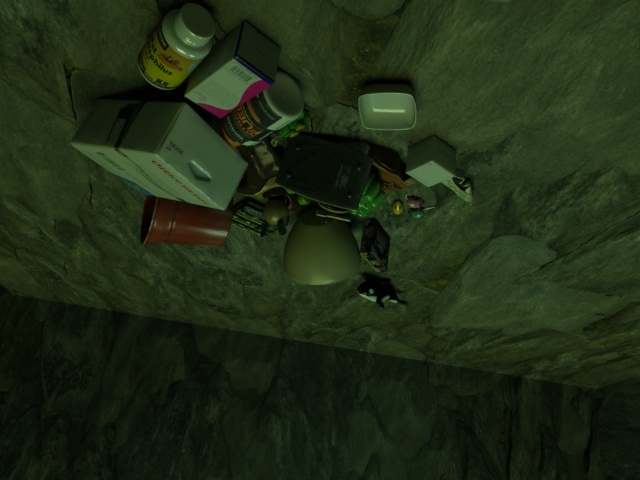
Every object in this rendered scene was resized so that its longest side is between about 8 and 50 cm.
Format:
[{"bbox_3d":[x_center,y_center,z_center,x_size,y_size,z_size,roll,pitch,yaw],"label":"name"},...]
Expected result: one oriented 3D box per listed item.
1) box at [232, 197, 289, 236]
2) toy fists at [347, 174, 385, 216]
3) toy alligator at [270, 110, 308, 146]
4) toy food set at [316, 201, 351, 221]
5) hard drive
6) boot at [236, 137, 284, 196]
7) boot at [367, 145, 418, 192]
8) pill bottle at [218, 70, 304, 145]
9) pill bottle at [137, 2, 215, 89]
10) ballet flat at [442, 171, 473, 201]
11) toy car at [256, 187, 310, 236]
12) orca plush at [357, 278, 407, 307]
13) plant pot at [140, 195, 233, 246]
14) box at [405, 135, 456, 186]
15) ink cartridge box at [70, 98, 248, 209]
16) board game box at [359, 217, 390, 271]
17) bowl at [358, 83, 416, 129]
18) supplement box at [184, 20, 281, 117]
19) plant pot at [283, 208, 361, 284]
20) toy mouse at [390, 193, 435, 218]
[{"bbox_3d":[-0.245,-0.083,2.066,0.190,0.045,0.184,24,154,-31],"label":"box"},{"bbox_3d":[0.060,-0.171,1.666,0.279,0.096,0.142,27,149,3],"label":"toy fists"},{"bbox_3d":[-0.078,-0.314,1.512,0.051,0.056,0.189,-25,175,-34],"label":"toy alligator"},{"bbox_3d":[0.042,-0.130,1.756,0.132,0.192,0.039,11,120,-9],"label":"toy food set"},{"bbox_3d":[0.012,-0.196,1.571,0.254,0.172,0.054,19,-176,10],"label":"hard drive"},{"bbox_3d":[-0.210,-0.240,1.707,0.248,0.090,0.207,-6,139,32],"label":"boot"},{"bbox_3d":[0.190,-0.201,1.642,0.197,0.073,0.152,26,157,-22],"label":"boot"},{"bbox_3d":[-0.164,-0.326,1.416,0.130,0.131,0.245,26,150,-33],"label":"pill bottle"},{"bbox_3d":[-0.323,-0.439,1.242,0.117,0.117,0.215,25,151,-31],"label":"pill bottle"},{"bbox_3d":[0.423,-0.167,1.655,0.168,0.057,0.052,26,140,-33],"label":"ballet flat"},{"bbox_3d":[-0.138,-0.095,1.829,0.155,0.189,0.149,-7,151,31],"label":"toy car"},{"bbox_3d":[0.296,0.229,2.489,0.287,0.151,0.102,27,118,-29],"label":"orca plush"},{"bbox_3d":[-0.453,-0.095,1.880,0.265,0.273,0.272,12,156,-25],"label":"plant pot"},{"bbox_3d":[0.310,-0.220,1.536,0.101,0.087,0.102,26,150,-32],"label":"box"},{"bbox_3d":[-0.445,-0.242,1.530,0.394,0.166,0.285,13,161,36],"label":"ink cartridge box"},{"bbox_3d":[0.204,0.019,2.017,0.048,0.141,0.170,-3,153,27],"label":"board game box"},{"bbox_3d":[0.170,-0.339,1.369,0.142,0.053,0.142,4,155,13],"label":"bowl"},{"bbox_3d":[-0.210,-0.397,1.300,0.111,0.114,0.220,28,148,-37],"label":"supplement box"},{"bbox_3d":[0.000,0.000,1.951,0.284,0.284,0.191,3,120,13],"label":"plant pot"},{"bbox_3d":[0.313,-0.107,1.842,0.143,0.031,0.161,7,155,4],"label":"toy mouse"}]
